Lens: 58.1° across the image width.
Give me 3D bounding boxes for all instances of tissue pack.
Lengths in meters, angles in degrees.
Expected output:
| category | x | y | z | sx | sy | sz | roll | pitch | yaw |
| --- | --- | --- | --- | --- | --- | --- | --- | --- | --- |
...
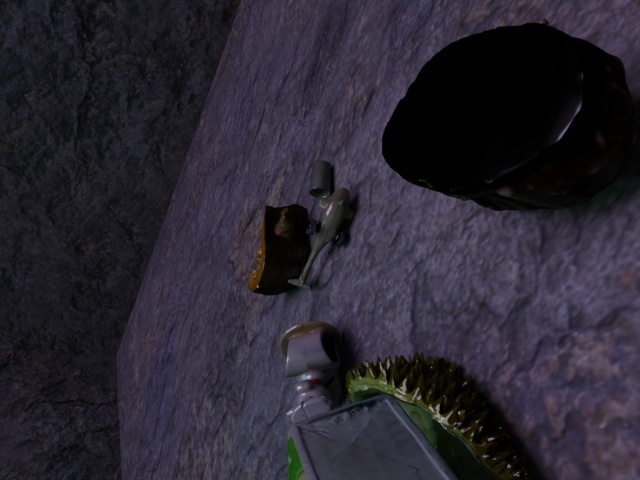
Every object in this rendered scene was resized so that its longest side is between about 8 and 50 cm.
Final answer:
| category | x | y | z | sx | sy | sz | roll | pitch | yaw |
| --- | --- | --- | --- | --- | --- | --- | --- | --- | --- |
| tissue pack | 0.081 | 0.474 | 0.749 | 0.332 | 0.205 | 0.405 | -135 | 39 | -62 |

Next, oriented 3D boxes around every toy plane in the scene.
| category | x | y | z | sx | sy | sz | roll | pitch | yaw |
| --- | --- | --- | --- | --- | --- | --- | --- | --- | --- |
| toy plane | 0.000 | 0.000 | 1.368 | 0.108 | 0.092 | 0.286 | -92 | 24 | -70 |

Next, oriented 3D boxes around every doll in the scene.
| category | x | y | z | sx | sy | sz | roll | pitch | yaw |
| --- | --- | --- | --- | --- | --- | --- | --- | --- | --- |
| doll | -0.009 | 0.267 | 1.152 | 0.271 | 0.144 | 0.208 | 35 | -142 | -84 |

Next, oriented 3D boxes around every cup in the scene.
| category | x | y | z | sx | sy | sz | roll | pitch | yaw |
| --- | --- | --- | --- | --- | --- | --- | --- | --- | --- |
| cup | 0.005 | -0.152 | 1.463 | 0.054 | 0.075 | 0.083 | -6 | 65 | 22 |

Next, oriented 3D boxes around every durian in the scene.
| category | x | y | z | sx | sy | sz | roll | pitch | yaw |
| --- | --- | --- | --- | --- | --- | --- | --- | --- | --- |
| durian | 0.157 | 0.288 | 0.890 | 0.394 | 0.163 | 0.198 | 19 | 95 | 52 |

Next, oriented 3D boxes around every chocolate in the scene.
| category | x | y | z | sx | sy | sz | roll | pitch | yaw |
| --- | --- | --- | --- | --- | --- | --- | --- | --- | --- |
| chocolate | 0.271 | -0.146 | 0.798 | 0.340 | 0.210 | 0.225 | 6 | 80 | 57 |

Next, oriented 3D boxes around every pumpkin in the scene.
| category | x | y | z | sx | sy | sz | roll | pitch | yaw |
| --- | --- | --- | --- | --- | --- | --- | --- | --- | --- |
| pumpkin | -0.095 | 0.028 | 1.484 | 0.126 | 0.131 | 0.248 | -155 | 74 | -70 |

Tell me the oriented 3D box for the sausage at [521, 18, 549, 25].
| category | x | y | z | sx | sy | sz | roll | pitch | yaw |
| --- | --- | --- | --- | --- | --- | --- | --- | --- | --- |
| sausage | 0.265 | -0.247 | 1.011 | 0.348 | 0.053 | 0.053 | -48 | 40 | 43 |
